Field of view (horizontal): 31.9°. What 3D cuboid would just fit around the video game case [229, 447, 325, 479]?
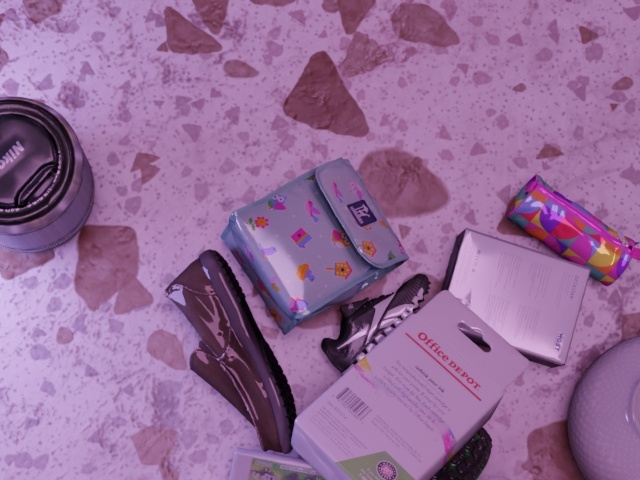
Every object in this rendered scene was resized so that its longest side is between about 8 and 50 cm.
[{"bbox_3d":[-0.054,0.451,1.859,0.213,0.023,0.193,10,104,-3],"label":"video game case"}]

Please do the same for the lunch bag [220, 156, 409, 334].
[{"bbox_3d":[0.000,0.000,1.918,0.262,0.160,0.223,-29,80,-21],"label":"lunch bag"}]

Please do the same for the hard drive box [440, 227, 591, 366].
[{"bbox_3d":[0.331,0.102,1.960,0.232,0.089,0.181,19,79,-1],"label":"hard drive box"}]

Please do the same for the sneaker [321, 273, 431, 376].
[{"bbox_3d":[0.090,0.131,1.940,0.106,0.078,0.234,42,81,1],"label":"sneaker"}]

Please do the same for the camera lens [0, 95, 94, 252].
[{"bbox_3d":[-0.486,-0.099,1.828,0.220,0.274,0.219,1,80,-5],"label":"camera lens"}]

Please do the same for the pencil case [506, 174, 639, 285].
[{"bbox_3d":[0.449,-0.019,1.988,0.236,0.104,0.104,32,79,1],"label":"pencil case"}]

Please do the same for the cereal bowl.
[{"bbox_3d":[0.592,0.303,1.876,0.339,0.141,0.338,-2,64,4],"label":"cereal bowl"}]

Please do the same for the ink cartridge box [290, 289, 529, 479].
[{"bbox_3d":[0.148,0.267,1.821,0.353,0.119,0.207,-39,69,-23],"label":"ink cartridge box"}]

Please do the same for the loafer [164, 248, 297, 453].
[{"bbox_3d":[-0.151,0.201,1.893,0.130,0.134,0.365,-26,80,4],"label":"loafer"}]

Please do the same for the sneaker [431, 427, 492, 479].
[{"bbox_3d":[0.157,0.426,1.877,0.134,0.146,0.343,38,64,20],"label":"sneaker"}]

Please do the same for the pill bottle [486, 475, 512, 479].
[{"bbox_3d":[0.255,0.483,1.819,0.117,0.117,0.215,26,121,0],"label":"pill bottle"}]
